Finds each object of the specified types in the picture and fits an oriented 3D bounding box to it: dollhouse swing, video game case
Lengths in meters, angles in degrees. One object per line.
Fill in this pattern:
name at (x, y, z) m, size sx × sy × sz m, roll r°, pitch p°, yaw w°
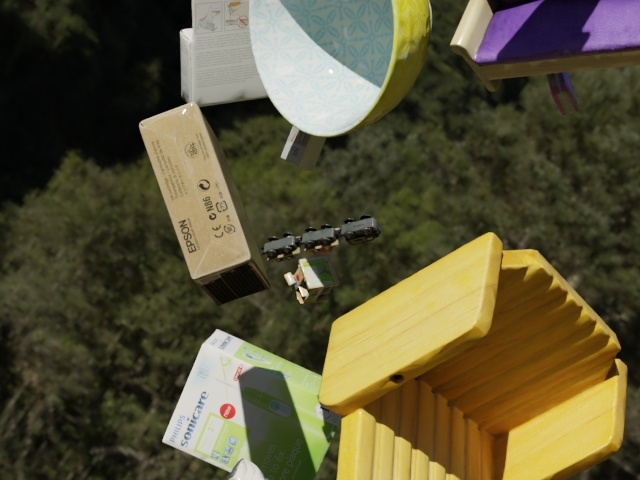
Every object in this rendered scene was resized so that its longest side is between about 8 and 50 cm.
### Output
dollhouse swing at (0.200, 0.245, 1.354) m, size 0.347 × 0.315 × 0.305 m, roll 42°, pitch 26°, yaw -38°
video game case at (0.004, -0.217, 1.755) m, size 0.026 × 0.227 × 0.206 m, roll 22°, pitch 3°, yaw -12°

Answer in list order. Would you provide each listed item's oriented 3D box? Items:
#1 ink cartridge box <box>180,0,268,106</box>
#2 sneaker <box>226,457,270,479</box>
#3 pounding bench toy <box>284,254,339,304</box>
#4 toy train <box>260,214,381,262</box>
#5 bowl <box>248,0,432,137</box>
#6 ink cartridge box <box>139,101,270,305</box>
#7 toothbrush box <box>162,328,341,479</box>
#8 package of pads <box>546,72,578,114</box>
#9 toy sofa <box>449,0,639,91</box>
ink cartridge box at (-0.105, -0.363, 2.028) m, size 0.275 × 0.239 × 0.060 m, roll -11°, pitch 32°, yaw -23°
sneaker at (-0.063, 0.343, 1.265) m, size 0.110 × 0.107 × 0.275 m, roll 25°, pitch -35°, yaw 14°
pounding bench toy at (-0.025, 0.066, 1.834) m, size 0.083 × 0.065 × 0.052 m, roll -9°, pitch 64°, yaw -26°
toy train at (0.000, 0.000, 1.385) m, size 0.158 × 0.027 × 0.036 m, roll -13°, pitch -33°, yaw 28°
bowl at (0.053, -0.284, 1.538) m, size 0.156 × 0.289 × 0.289 m, roll -12°, pitch 36°, yaw -39°
ink cartridge box at (-0.155, -0.044, 1.612) m, size 0.193 × 0.088 × 0.234 m, roll 71°, pitch -2°, yaw -74°
toothbrush box at (-0.113, 0.320, 2.158) m, size 0.283 × 0.206 × 0.122 m, roll 25°, pitch 11°, yaw 4°
package of pads at (0.368, -0.236, 1.803) m, size 0.083 × 0.032 × 0.050 m, roll -94°, pitch 157°, yaw -43°
toy sofa at (0.363, -0.331, 1.674) m, size 0.363 × 0.150 × 0.177 m, roll 1°, pitch -31°, yaw 43°
